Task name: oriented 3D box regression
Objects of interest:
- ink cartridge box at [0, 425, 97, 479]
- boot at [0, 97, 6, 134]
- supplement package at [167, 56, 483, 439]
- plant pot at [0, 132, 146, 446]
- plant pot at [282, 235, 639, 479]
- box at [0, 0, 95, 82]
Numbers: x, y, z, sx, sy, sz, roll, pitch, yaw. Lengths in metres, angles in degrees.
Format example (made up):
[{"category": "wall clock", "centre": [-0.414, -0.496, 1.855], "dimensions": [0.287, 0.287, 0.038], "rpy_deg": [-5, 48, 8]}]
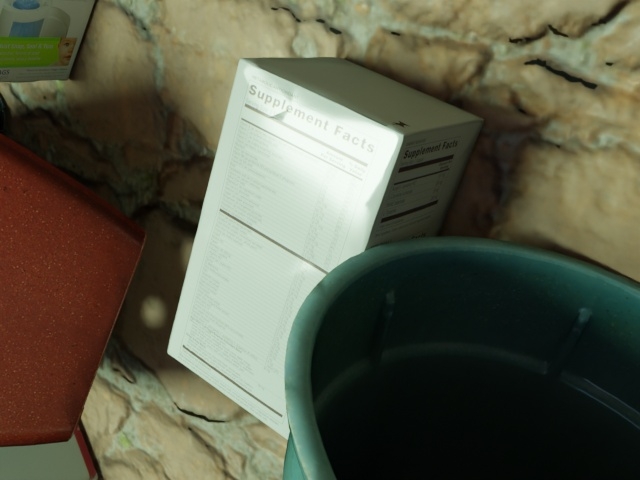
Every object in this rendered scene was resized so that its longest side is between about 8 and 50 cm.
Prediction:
[{"category": "ink cartridge box", "centre": [-0.492, 0.218, 0.894], "dimensions": [0.385, 0.160, 0.279], "rpy_deg": [-19, 93, 33]}, {"category": "boot", "centre": [-0.373, -0.103, 0.784], "dimensions": [0.219, 0.082, 0.106], "rpy_deg": [44, 123, 15]}, {"category": "supplement package", "centre": [0.000, 0.000, 0.558], "dimensions": [0.139, 0.134, 0.244], "rpy_deg": [30, 116, 24]}, {"category": "plant pot", "centre": [-0.297, 0.036, 0.629], "dimensions": [0.236, 0.267, 0.267], "rpy_deg": [21, 84, -18]}, {"category": "plant pot", "centre": [0.107, 0.230, 0.466], "dimensions": [0.341, 0.341, 0.334], "rpy_deg": [30, 124, 20]}, {"category": "box", "centre": [-0.271, -0.256, 0.664], "dimensions": [0.103, 0.114, 0.203], "rpy_deg": [39, 118, 15]}]
